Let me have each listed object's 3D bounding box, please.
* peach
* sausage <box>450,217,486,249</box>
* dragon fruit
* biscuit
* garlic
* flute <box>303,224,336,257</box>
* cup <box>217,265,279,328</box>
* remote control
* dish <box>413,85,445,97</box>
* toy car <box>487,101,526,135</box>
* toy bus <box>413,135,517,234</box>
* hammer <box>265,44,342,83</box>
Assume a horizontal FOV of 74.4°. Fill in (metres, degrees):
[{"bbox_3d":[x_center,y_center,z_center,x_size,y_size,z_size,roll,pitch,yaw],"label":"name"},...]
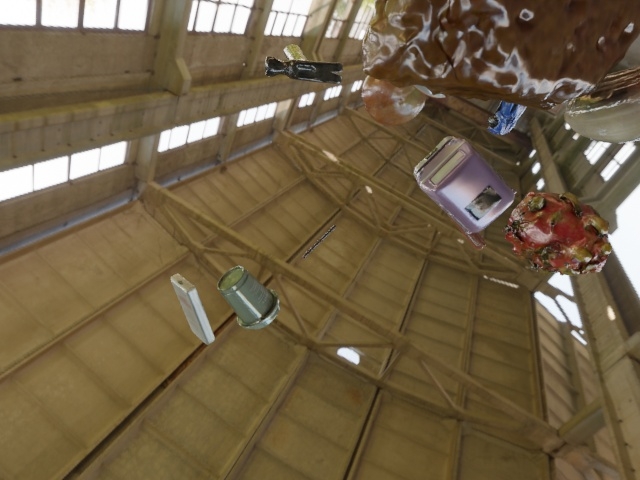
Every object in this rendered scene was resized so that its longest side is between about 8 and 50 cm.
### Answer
[{"bbox_3d":[0.286,-0.581,1.671,0.253,0.252,0.252,19,-148,-12],"label":"peach"},{"bbox_3d":[0.362,-0.039,1.061,0.035,0.030,0.147,-19,-111,-39],"label":"sausage"},{"bbox_3d":[0.742,-0.020,1.303,0.269,0.250,0.291,43,-178,-45],"label":"dragon fruit"},{"bbox_3d":[0.245,-0.358,0.472,0.343,0.394,0.166,-4,-158,-31],"label":"biscuit"},{"bbox_3d":[0.444,-0.211,0.638,0.090,0.128,0.198,35,173,-18],"label":"garlic"},{"bbox_3d":[0.000,0.000,1.596,0.014,0.014,0.269,33,-142,10],"label":"flute"},{"bbox_3d":[-0.176,0.136,1.019,0.141,0.120,0.120,57,-167,-35],"label":"cup"},{"bbox_3d":[-0.308,0.171,1.026,0.029,0.190,0.088,-33,-139,-32],"label":"remote control"},{"bbox_3d":[0.272,-0.466,0.958,0.260,0.085,0.260,5,-99,-32],"label":"dish"},{"bbox_3d":[0.553,-0.397,1.194,0.103,0.216,0.063,-25,-125,-33],"label":"toy car"},{"bbox_3d":[0.324,-0.117,0.943,0.202,0.142,0.142,36,-164,-24],"label":"toy bus"},{"bbox_3d":[-0.057,-0.443,1.033,0.168,0.044,0.440,3,-151,-11],"label":"hammer"}]
